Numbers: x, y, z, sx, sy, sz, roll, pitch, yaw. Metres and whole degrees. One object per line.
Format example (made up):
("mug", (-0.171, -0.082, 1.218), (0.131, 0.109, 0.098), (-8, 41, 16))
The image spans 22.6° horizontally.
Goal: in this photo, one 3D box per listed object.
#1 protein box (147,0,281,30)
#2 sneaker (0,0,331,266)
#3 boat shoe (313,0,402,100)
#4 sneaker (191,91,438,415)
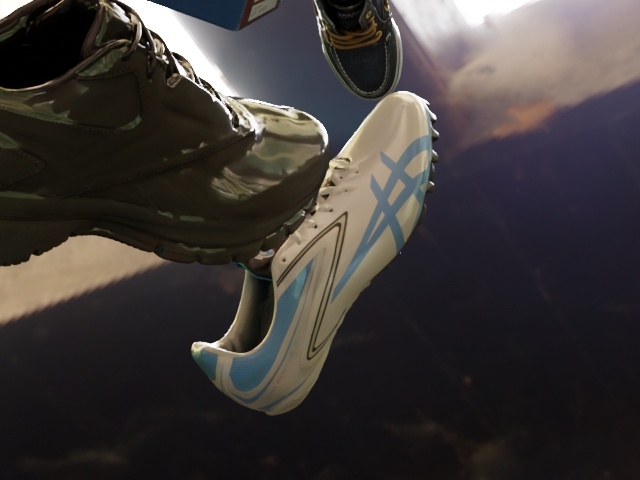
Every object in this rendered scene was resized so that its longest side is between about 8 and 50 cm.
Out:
("protein box", (-0.108, -0.285, 1.160), (0.136, 0.200, 0.201), (-55, 163, -71))
("sneaker", (-0.098, -0.061, 0.810), (0.109, 0.286, 0.130), (37, -62, 37))
("boat shoe", (0.023, -0.177, 1.281), (0.065, 0.183, 0.083), (-10, -146, 9))
("sneaker", (0.000, 0.000, 1.052), (0.237, 0.086, 0.085), (-60, -153, -7))
